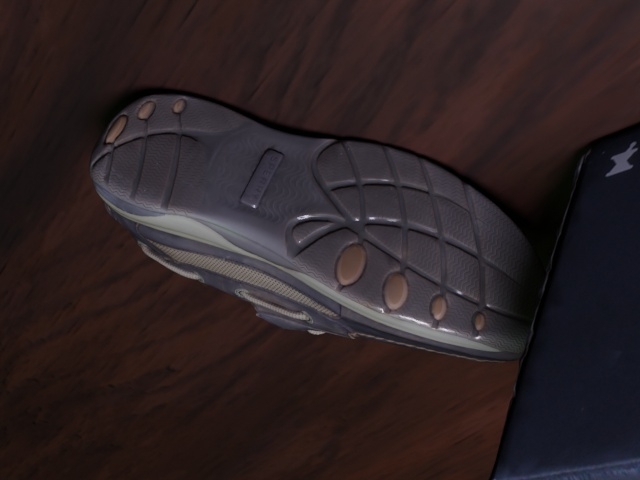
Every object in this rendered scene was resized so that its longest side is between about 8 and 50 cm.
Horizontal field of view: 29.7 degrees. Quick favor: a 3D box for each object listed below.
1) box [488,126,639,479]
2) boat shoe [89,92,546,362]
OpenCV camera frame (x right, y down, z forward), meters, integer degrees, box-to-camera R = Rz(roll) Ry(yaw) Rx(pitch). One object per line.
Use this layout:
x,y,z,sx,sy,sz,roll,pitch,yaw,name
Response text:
0.441,0.118,0.656,0.480,0.297,0.472,-22,122,44,box
0.000,0.000,0.903,0.355,0.132,0.130,24,154,14,boat shoe
